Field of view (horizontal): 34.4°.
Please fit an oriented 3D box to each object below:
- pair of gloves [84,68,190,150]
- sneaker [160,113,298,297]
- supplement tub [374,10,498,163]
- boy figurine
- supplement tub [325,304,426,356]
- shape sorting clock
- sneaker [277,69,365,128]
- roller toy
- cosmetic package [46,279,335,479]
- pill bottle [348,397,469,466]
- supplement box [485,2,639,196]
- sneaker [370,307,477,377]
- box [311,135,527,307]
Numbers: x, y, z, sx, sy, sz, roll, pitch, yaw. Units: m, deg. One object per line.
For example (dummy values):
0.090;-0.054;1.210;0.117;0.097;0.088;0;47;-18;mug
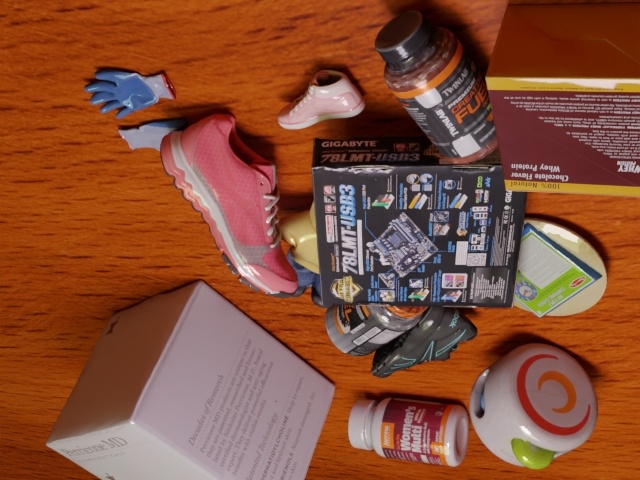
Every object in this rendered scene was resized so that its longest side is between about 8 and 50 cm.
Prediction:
-0.266;-0.189;1.597;0.159;0.023;0.198;0;140;28;pair of gloves
-0.108;-0.052;1.564;0.136;0.116;0.314;-31;104;15;sneaker
0.150;-0.194;1.299;0.106;0.106;0.198;-13;134;39;supplement tub
0.000;0.000;1.660;0.177;0.092;0.285;19;145;3;boy figurine
0.098;0.115;1.743;0.117;0.117;0.190;30;144;-14;supplement tub
0.335;0.040;1.583;0.206;0.040;0.206;20;139;18;shape sorting clock
-0.010;-0.199;1.427;0.134;0.051;0.070;-7;136;30;sneaker
0.363;0.284;1.776;0.191;0.209;0.146;59;146;13;roller toy
-0.250;0.345;2.058;0.394;0.327;0.329;41;141;-25;cosmetic package
0.175;0.377;2.062;0.221;0.121;0.121;2;142;25;pill bottle
0.313;-0.165;1.232;0.191;0.129;0.194;4;142;23;supplement box
0.175;0.189;1.822;0.106;0.101;0.267;25;146;-11;sneaker
0.140;-0.020;1.485;0.293;0.073;0.295;1;136;5;box
